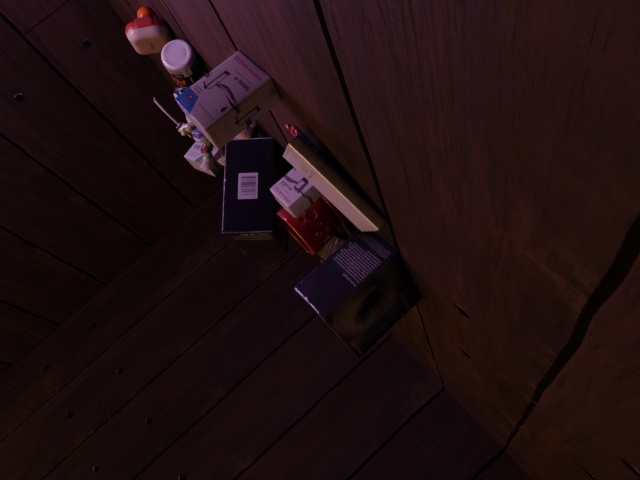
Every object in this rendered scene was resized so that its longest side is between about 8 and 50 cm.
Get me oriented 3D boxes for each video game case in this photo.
[{"bbox_3d":[-0.332,-0.463,2.013,0.204,0.025,0.285,49,165,-3],"label":"video game case"}]

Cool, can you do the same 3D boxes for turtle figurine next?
[{"bbox_3d":[-0.417,-0.405,1.916,0.198,0.274,0.266,-68,-22,-64],"label":"turtle figurine"}]

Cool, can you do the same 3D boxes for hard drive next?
[{"bbox_3d":[0.030,-0.142,1.398,0.307,0.040,0.203,43,175,-6],"label":"hard drive"}]

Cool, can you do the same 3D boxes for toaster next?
[{"bbox_3d":[0.074,0.038,1.875,0.185,0.110,0.168,16,-172,-23],"label":"toaster"}]

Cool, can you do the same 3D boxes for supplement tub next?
[{"bbox_3d":[-0.484,-0.617,1.886,0.117,0.117,0.190,47,175,10],"label":"supplement tub"}]

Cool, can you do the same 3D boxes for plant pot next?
[{"bbox_3d":[-0.024,-0.074,1.767,0.191,0.174,0.191,48,175,5],"label":"plant pot"}]

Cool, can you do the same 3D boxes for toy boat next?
[{"bbox_3d":[-0.637,-0.787,1.956,0.231,0.151,0.151,175,84,-83],"label":"toy boat"}]

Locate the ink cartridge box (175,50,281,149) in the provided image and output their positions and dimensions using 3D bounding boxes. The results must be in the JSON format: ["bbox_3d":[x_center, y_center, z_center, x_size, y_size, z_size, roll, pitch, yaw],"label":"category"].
[{"bbox_3d":[-0.223,-0.344,1.284,0.148,0.203,0.086,45,172,27],"label":"ink cartridge box"}]

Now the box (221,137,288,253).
[{"bbox_3d":[-0.225,-0.151,1.918,0.312,0.179,0.343,70,-161,-75],"label":"box"}]

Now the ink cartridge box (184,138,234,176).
[{"bbox_3d":[-0.456,-0.394,2.265,0.153,0.208,0.087,24,162,33],"label":"ink cartridge box"}]

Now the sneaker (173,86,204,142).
[{"bbox_3d":[-0.529,-0.548,2.194,0.182,0.127,0.315,56,-175,-41],"label":"sneaker"}]

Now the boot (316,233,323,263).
[{"bbox_3d":[0.000,0.000,2.274,0.220,0.109,0.283,52,165,50],"label":"boot"}]

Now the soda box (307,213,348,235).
[{"bbox_3d":[0.046,-0.026,2.049,0.263,0.083,0.092,52,174,-29],"label":"soda box"}]

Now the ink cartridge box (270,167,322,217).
[{"bbox_3d":[-0.059,-0.157,1.575,0.109,0.150,0.063,44,174,36],"label":"ink cartridge box"}]

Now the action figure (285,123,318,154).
[{"bbox_3d":[-0.052,-0.267,1.403,0.115,0.030,0.038,50,178,6],"label":"action figure"}]

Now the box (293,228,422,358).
[{"bbox_3d":[0.126,0.168,1.652,0.183,0.294,0.296,44,174,42],"label":"box"}]
